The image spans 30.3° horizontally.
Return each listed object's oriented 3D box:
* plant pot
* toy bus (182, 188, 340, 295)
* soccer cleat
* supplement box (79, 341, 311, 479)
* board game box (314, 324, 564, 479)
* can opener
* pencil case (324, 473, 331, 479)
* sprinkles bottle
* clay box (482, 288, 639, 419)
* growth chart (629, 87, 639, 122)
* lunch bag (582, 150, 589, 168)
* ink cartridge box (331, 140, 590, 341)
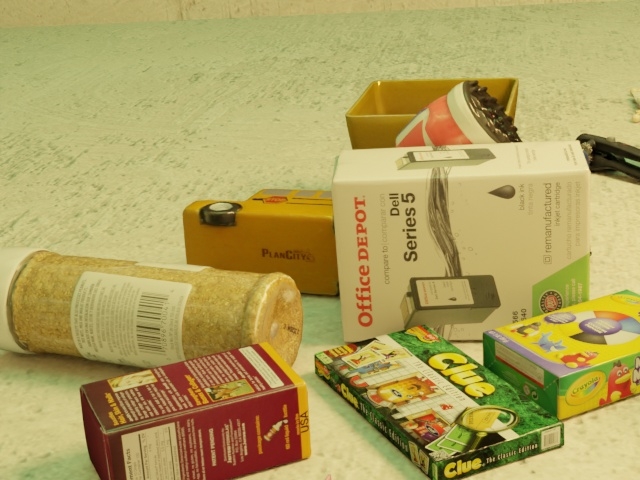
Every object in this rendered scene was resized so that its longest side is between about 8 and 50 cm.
[{"bbox_3d":[0.162,-0.109,1.630,0.212,0.187,0.212,0,20,13],"label":"plant pot"},{"bbox_3d":[0.000,0.000,1.476,0.333,0.108,0.130,3,21,20],"label":"toy bus"},{"bbox_3d":[0.219,-0.064,1.430,0.116,0.318,0.108,-29,41,26],"label":"soccer cleat"},{"bbox_3d":[-0.115,0.166,1.082,0.188,0.080,0.104,-12,21,-20],"label":"supplement box"},{"bbox_3d":[0.107,0.152,1.153,0.136,0.030,0.260,-11,21,-23],"label":"board game box"},{"bbox_3d":[0.462,-0.126,1.801,0.073,0.059,0.186,-15,22,-29],"label":"can opener"},{"bbox_3d":[-0.086,0.228,0.879,0.209,0.098,0.095,-5,20,1],"label":"pencil case"},{"bbox_3d":[-0.201,0.080,1.283,0.355,0.121,0.121,5,22,23],"label":"sprinkles bottle"},{"bbox_3d":[0.291,0.107,1.200,0.222,0.053,0.127,-15,23,-25],"label":"clay box"},{"bbox_3d":[0.657,-0.258,2.182,0.172,0.021,0.237,0,20,11],"label":"growth chart"},{"bbox_3d":[0.344,-0.098,1.737,0.098,0.067,0.065,9,23,36],"label":"lunch bag"},{"bbox_3d":[0.154,0.002,1.306,0.273,0.198,0.115,-2,22,7],"label":"ink cartridge box"}]
